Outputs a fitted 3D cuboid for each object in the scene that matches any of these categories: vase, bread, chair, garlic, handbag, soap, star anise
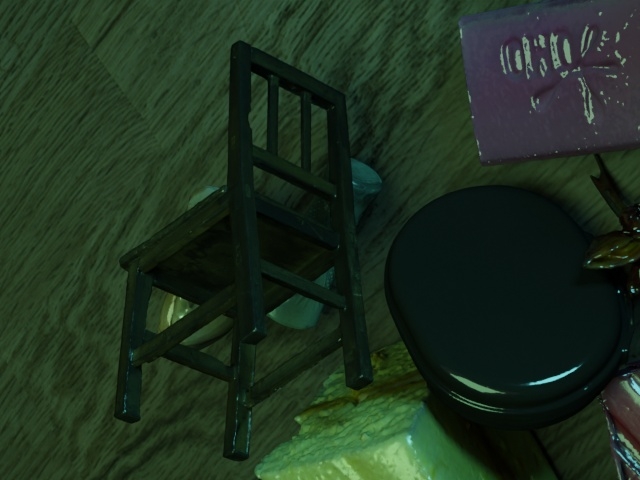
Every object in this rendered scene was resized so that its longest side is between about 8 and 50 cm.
[{"bbox_3d":[0.000,0.000,1.987,0.096,0.096,0.219,40,117,24],"label":"vase"},{"bbox_3d":[0.140,0.314,1.810,0.242,0.346,0.405,-33,86,30],"label":"bread"},{"bbox_3d":[-0.098,0.010,1.846,0.241,0.203,0.416,-36,44,36],"label":"chair"},{"bbox_3d":[-0.138,0.054,2.024,0.110,0.217,0.228,20,88,6],"label":"garlic"},{"bbox_3d":[0.210,0.072,1.750,0.093,0.254,0.308,83,165,-54],"label":"handbag"},{"bbox_3d":[0.410,0.233,1.719,0.250,0.099,0.162,49,123,18],"label":"soap"},{"bbox_3d":[0.347,-0.014,1.740,0.144,0.158,0.140,-146,68,-65],"label":"star anise"},{"bbox_3d":[0.286,-0.185,1.739,0.259,0.081,0.181,-4,97,37],"label":"soap"}]
